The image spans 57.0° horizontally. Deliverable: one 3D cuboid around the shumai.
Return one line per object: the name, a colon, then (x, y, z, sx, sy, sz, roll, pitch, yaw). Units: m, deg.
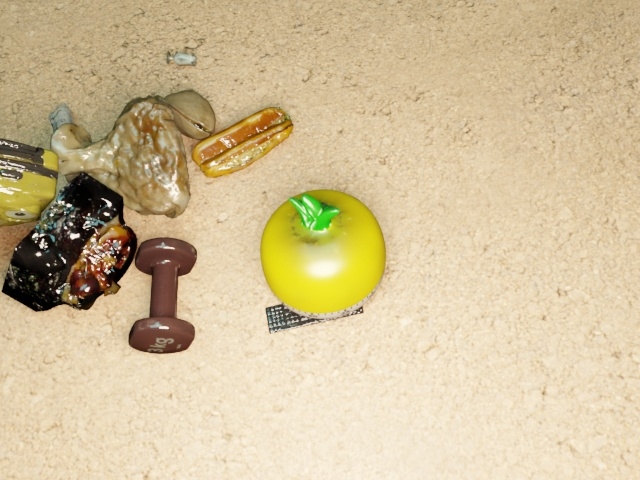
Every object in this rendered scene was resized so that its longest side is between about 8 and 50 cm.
shumai: (-0.442, -0.168, 1.301, 0.262, 0.267, 0.314, -14, 55, -27)

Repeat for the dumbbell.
dumbbell: (-0.326, 0.115, 1.229, 0.124, 0.140, 0.225, 10, 56, -24)

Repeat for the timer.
timer: (0.000, 0.000, 1.175, 0.285, 0.285, 0.285, -3, 60, 4)

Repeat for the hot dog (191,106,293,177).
hot dog: (-0.185, -0.240, 1.453, 0.269, 0.072, 0.115, -28, 61, -12)

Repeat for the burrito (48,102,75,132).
burrito: (-0.662, -0.280, 1.534, 0.064, 0.064, 0.203, -26, 59, -9)

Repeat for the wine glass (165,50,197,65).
wine glass: (-0.388, -0.508, 1.648, 0.083, 0.042, 0.039, 6, 99, 6)

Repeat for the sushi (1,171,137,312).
sushi: (-0.511, 0.032, 1.256, 0.212, 0.215, 0.227, 36, 48, -14)

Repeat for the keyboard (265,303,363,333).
keyboard: (-0.014, 0.148, 1.250, 0.204, 0.013, 0.061, -12, 60, -1)

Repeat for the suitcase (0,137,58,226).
suitcase: (-0.663, -0.111, 1.216, 0.194, 0.235, 0.143, 11, 68, -38)

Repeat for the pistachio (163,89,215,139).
pistachio: (-0.324, -0.314, 1.480, 0.185, 0.126, 0.108, 40, 98, 35)
